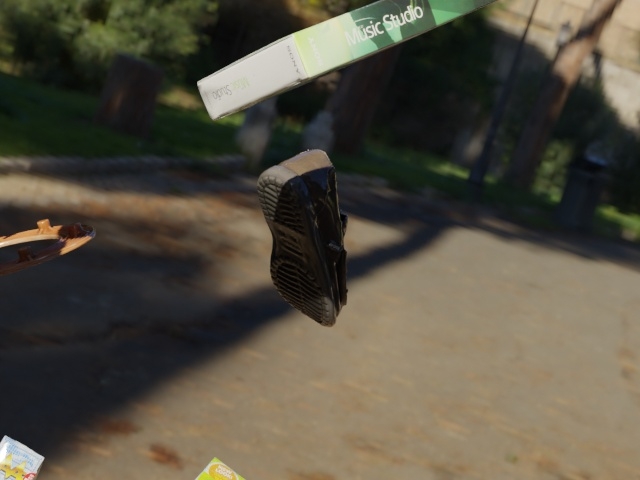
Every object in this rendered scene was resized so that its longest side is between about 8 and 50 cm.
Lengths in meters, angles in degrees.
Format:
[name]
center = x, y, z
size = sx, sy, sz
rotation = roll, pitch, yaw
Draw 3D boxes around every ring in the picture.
[ring]
center = -0.544, 0.017, 2.200
size = 0.336, 0.032, 0.336
rotation = -13, 12, 3

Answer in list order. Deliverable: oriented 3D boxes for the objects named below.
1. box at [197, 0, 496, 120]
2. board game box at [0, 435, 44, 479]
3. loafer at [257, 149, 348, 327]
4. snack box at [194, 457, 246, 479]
[box]
center = 0.039, -0.240, 1.554
size = 0.322, 0.058, 0.232
rotation = -28, 8, -32
[board game box]
center = -0.415, 0.343, 1.629
size = 0.060, 0.194, 0.194
rotation = 29, 40, -2
[loafer]
center = 0.000, 0.000, 2.102
size = 0.134, 0.130, 0.366
rotation = 32, -30, 28
[snack box]
center = -0.104, 0.361, 1.462
size = 0.174, 0.070, 0.207
rotation = 35, 27, 5
